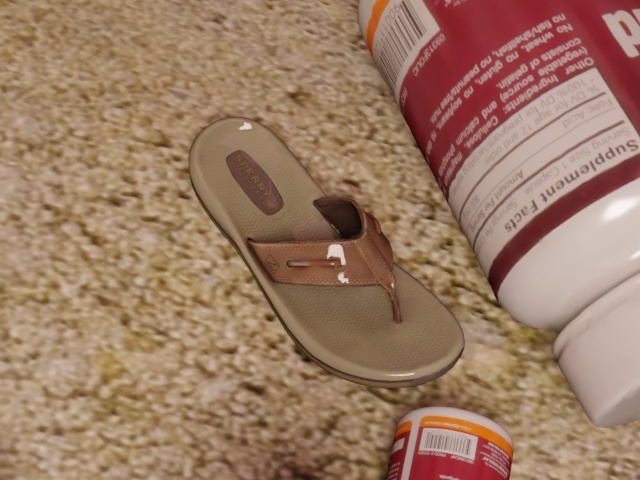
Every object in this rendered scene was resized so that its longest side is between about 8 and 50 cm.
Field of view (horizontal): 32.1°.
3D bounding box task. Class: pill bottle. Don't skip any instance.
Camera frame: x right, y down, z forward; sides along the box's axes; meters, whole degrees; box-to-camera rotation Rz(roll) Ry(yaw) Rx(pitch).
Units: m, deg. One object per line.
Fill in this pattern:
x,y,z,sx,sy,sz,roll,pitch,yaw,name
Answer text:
0.081,0.198,0.762,0.086,0.086,0.152,18,59,-3,pill bottle
0.203,-0.072,0.865,0.224,0.224,0.392,-16,66,-21,pill bottle

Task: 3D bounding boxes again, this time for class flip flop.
0.000,0.000,0.859,0.112,0.080,0.277,-31,72,-27,flip flop
